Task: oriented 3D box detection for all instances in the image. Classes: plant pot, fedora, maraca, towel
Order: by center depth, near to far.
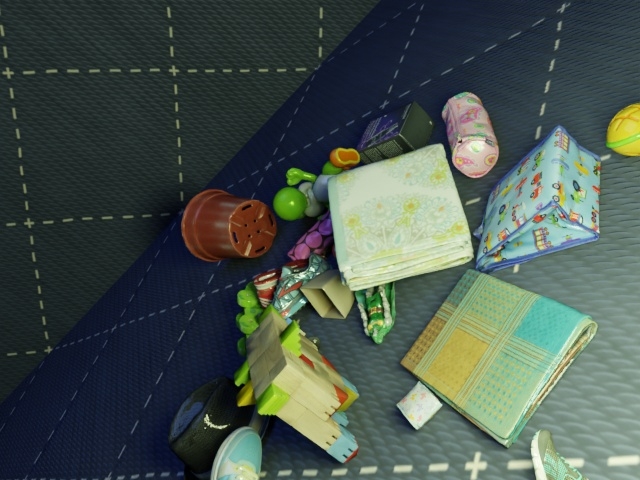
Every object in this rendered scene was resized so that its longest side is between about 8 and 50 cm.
[{"bbox_3d":[0.325,0.205,1.325,0.271,0.040,0.370,-52,24,-5],"label":"towel"},{"bbox_3d":[0.641,-0.228,1.378,0.127,0.099,0.185,-20,12,42],"label":"maraca"},{"bbox_3d":[0.184,-0.062,1.689,0.320,0.090,0.374,-15,48,9],"label":"towel"},{"bbox_3d":[-0.275,0.470,1.767,0.334,0.152,0.334,-36,28,23],"label":"fedora"},{"bbox_3d":[0.033,0.133,1.819,0.096,0.109,0.109,-48,22,-27],"label":"plant pot"},{"bbox_3d":[-0.312,-0.047,2.456,0.265,0.272,0.272,6,57,50],"label":"plant pot"}]

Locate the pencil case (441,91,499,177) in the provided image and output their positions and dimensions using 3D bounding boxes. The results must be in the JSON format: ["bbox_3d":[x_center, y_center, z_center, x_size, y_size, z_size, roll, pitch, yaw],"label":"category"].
[{"bbox_3d":[0.392,-0.285,1.817,0.124,0.124,0.284,-35,28,26],"label":"pencil case"}]

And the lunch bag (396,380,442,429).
[{"bbox_3d":[0.197,0.327,1.341,0.071,0.053,0.083,-47,16,-2],"label":"lunch bag"}]

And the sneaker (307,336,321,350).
[{"bbox_3d":[-0.058,0.326,1.750,0.170,0.051,0.089,-43,26,20],"label":"sneaker"}]

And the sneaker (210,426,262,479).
[{"bbox_3d":[-0.155,0.560,1.489,0.208,0.127,0.319,-21,46,48],"label":"sneaker"}]

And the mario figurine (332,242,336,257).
[{"bbox_3d":[0.151,-0.070,1.823,0.320,0.170,0.198,-44,-1,-5],"label":"mario figurine"}]

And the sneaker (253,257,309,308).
[{"bbox_3d":[-0.081,0.137,2.019,0.221,0.128,0.087,-15,26,-9],"label":"sneaker"}]

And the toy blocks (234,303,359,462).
[{"bbox_3d":[-0.026,0.316,1.497,0.191,0.261,0.381,-48,18,5],"label":"toy blocks"}]

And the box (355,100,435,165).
[{"bbox_3d":[0.229,-0.316,2.128,0.207,0.108,0.153,-18,38,48],"label":"box"}]

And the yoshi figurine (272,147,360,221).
[{"bbox_3d":[-0.021,-0.149,2.195,0.362,0.203,0.203,-29,40,47],"label":"yoshi figurine"}]

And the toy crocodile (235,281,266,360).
[{"bbox_3d":[-0.194,0.243,2.027,0.340,0.105,0.115,-105,19,-59],"label":"toy crocodile"}]

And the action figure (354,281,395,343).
[{"bbox_3d":[0.137,0.159,1.669,0.137,0.063,0.232,-32,33,24],"label":"action figure"}]

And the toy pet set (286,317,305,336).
[{"bbox_3d":[-0.096,0.275,1.859,0.114,0.065,0.122,-53,26,-9],"label":"toy pet set"}]

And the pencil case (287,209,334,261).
[{"bbox_3d":[0.000,0.000,2.074,0.209,0.095,0.098,-47,59,8],"label":"pencil case"}]

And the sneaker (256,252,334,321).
[{"bbox_3d":[-0.084,0.131,1.930,0.262,0.125,0.104,-37,9,-3],"label":"sneaker"}]

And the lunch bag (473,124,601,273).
[{"bbox_3d":[0.431,-0.065,1.460,0.293,0.138,0.221,-35,29,48],"label":"lunch bag"}]

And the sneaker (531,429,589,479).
[{"bbox_3d":[0.366,0.361,1.038,0.076,0.065,0.166,-17,39,21],"label":"sneaker"}]
